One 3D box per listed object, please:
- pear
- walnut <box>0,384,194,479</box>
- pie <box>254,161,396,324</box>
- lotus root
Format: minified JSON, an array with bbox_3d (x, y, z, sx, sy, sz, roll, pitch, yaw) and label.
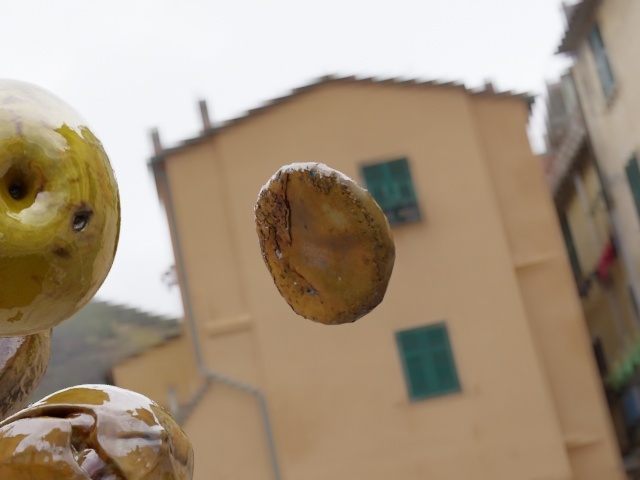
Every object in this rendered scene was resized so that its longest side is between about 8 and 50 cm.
[{"bbox_3d":[-0.330,-0.034,1.936,0.281,0.281,0.281,-10,-22,-4],"label":"pear"},{"bbox_3d":[-0.258,0.259,1.813,0.209,0.209,0.336,8,-26,-41],"label":"walnut"},{"bbox_3d":[0.001,0.000,2.778,0.273,0.273,0.069,-34,-1,44],"label":"pie"},{"bbox_3d":[-0.492,0.191,2.623,0.291,0.193,0.193,-51,5,-37],"label":"lotus root"}]
